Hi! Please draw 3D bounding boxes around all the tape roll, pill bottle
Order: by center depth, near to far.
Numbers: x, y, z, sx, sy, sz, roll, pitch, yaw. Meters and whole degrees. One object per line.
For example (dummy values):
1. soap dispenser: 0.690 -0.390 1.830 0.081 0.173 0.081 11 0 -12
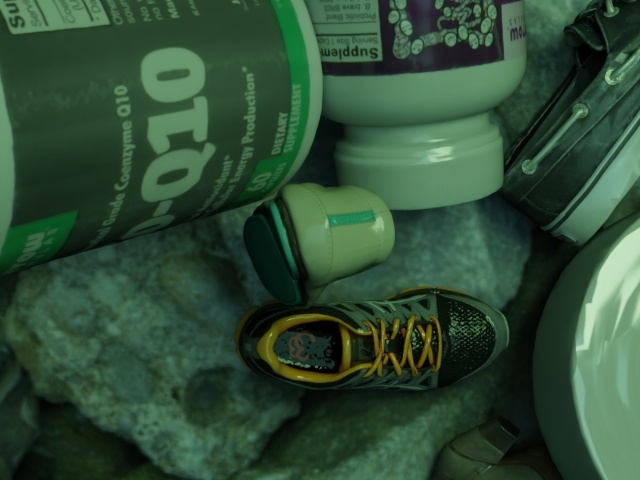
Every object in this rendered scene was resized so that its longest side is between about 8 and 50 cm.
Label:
1. pill bottle: -0.188 -0.086 0.673 0.361 0.204 0.204 -19 93 -43
2. pill bottle: 0.061 -0.181 0.776 0.169 0.169 0.302 -7 106 -3
3. tape roll: 0.304 0.101 0.792 0.286 0.100 0.286 1 82 -6

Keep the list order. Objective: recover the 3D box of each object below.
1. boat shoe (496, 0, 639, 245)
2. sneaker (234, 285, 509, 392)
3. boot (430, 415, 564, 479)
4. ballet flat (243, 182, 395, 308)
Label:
1. boat shoe: 0.237 -0.146 0.836 0.102 0.108 0.301 33 97 -5
2. sneaker: 0.042 0.082 0.837 0.214 0.083 0.084 -4 90 -5
3. boot: 0.147 0.196 0.855 0.118 0.042 0.087 42 116 14
4. ballet flat: 0.000 0.000 0.752 0.086 0.248 0.086 0 88 -9
